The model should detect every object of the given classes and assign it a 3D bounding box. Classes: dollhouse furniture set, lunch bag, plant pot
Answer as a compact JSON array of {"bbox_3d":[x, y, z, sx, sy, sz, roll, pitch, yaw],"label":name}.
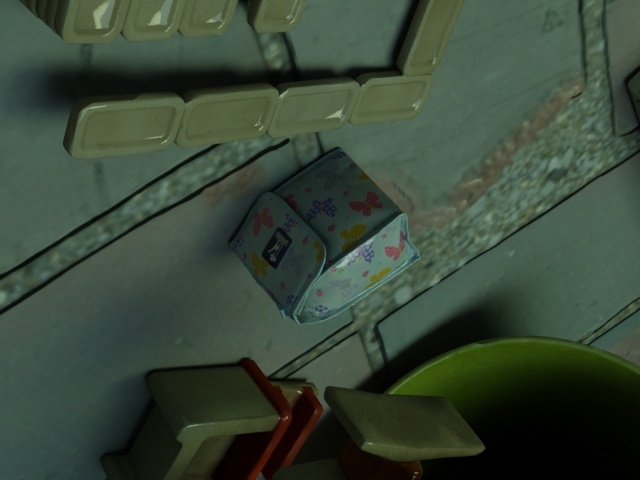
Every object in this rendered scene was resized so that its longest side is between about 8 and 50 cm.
[{"bbox_3d":[-0.007,0.185,0.693,0.135,0.259,0.262,9,121,-41],"label":"dollhouse furniture set"},{"bbox_3d":[0.000,0.000,0.672,0.083,0.071,0.053,-34,140,-7],"label":"lunch bag"},{"bbox_3d":[0.160,0.243,0.918,0.275,0.275,0.293,-38,157,-4],"label":"plant pot"}]

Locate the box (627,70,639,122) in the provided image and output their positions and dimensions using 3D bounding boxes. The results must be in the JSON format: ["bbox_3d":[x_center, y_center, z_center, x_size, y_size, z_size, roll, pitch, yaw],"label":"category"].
[{"bbox_3d":[0.311,-0.045,0.872,0.113,0.094,0.275,-39,142,-2],"label":"box"}]

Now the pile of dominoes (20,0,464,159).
[{"bbox_3d":[-0.016,-0.139,0.572,0.251,0.040,0.196,-12,134,-43],"label":"pile of dominoes"}]
